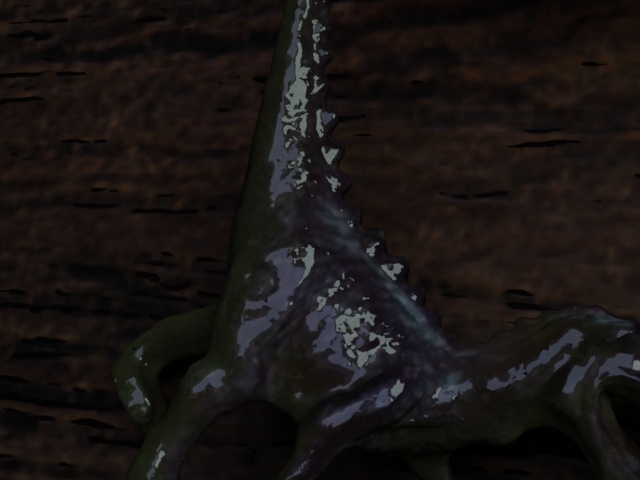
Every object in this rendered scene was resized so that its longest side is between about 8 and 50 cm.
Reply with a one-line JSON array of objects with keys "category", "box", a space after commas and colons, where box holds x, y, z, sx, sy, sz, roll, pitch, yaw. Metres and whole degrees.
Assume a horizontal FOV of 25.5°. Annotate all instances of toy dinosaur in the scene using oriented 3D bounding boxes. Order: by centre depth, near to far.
[{"category": "toy dinosaur", "box": [0.002, 0.002, 0.487, 0.199, 0.072, 0.251, -37, 65, 9]}]
